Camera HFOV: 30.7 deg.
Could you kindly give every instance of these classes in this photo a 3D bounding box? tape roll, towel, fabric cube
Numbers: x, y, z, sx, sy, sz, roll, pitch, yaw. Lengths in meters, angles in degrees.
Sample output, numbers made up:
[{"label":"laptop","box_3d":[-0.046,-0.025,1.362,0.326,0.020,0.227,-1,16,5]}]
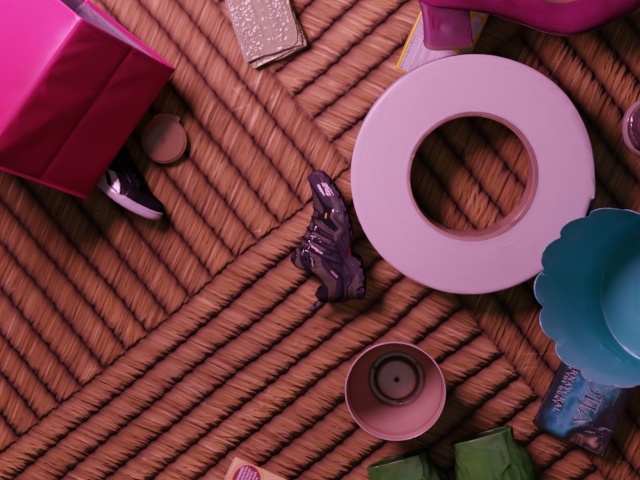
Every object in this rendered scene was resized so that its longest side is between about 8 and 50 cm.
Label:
[{"label":"tape roll","box_3d":[0.243,-0.106,1.871,0.392,0.072,0.392,1,100,3]},{"label":"towel","box_3d":[-0.094,-0.366,1.913,0.110,0.027,0.148,-20,95,7]},{"label":"fabric cube","box_3d":[-0.435,-0.257,1.802,0.254,0.259,0.258,39,98,27]}]

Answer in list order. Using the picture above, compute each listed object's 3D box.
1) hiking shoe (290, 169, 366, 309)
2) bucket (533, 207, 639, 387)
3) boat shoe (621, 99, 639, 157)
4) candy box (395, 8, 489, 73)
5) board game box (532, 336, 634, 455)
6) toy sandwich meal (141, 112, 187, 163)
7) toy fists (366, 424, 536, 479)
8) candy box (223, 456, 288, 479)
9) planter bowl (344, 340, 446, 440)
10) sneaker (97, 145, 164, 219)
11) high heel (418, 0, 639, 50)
[{"label":"hiking shoe","box_3d":[0.000,0.000,1.911,0.114,0.086,0.227,-16,95,3]},{"label":"bucket","box_3d":[0.488,0.087,1.777,0.281,0.183,0.281,-2,87,42]},{"label":"boat shoe","box_3d":[0.656,-0.162,1.816,0.355,0.130,0.132,0,96,5]},{"label":"candy box","box_3d":[0.208,-0.350,1.870,0.105,0.027,0.206,23,105,-4]},{"label":"board game box","box_3d":[0.447,0.247,1.927,0.126,0.026,0.186,24,97,3]},{"label":"toy sandwich meal","box_3d":[-0.261,-0.171,1.947,0.085,0.029,0.086,1,100,3]},{"label":"toy fists","box_3d":[0.218,0.408,1.931,0.279,0.096,0.142,-17,87,8]},{"label":"candy box","box_3d":[-0.035,0.505,1.930,0.316,0.087,0.183,24,125,3]},{"label":"planter bowl","box_3d":[0.123,0.236,1.912,0.162,0.109,0.162,0,95,4]},{"label":"sneaker","box_3d":[-0.328,-0.138,1.928,0.217,0.079,0.121,36,99,2]},{"label":"high heel","box_3d":[0.328,-0.406,1.775,0.377,0.127,0.181,-14,126,-7]}]
